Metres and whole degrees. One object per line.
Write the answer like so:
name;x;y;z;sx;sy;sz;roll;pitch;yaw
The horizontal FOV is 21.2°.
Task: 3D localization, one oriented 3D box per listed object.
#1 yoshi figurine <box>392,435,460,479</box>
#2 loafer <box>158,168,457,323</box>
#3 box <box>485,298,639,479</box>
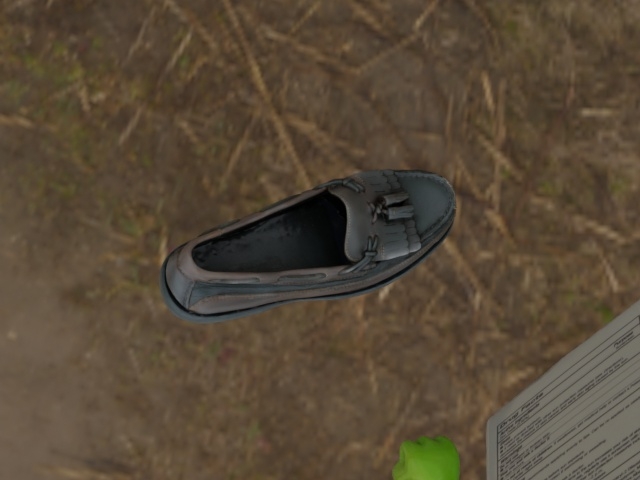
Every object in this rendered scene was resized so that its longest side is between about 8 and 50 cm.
yoshi figurine;0.068;0.288;1.473;0.362;0.204;0.203;3;148;-36
loafer;0.000;0.000;1.406;0.267;0.096;0.084;-19;165;-18
box;0.187;0.165;0.980;0.127;0.232;0.148;41;115;-15
